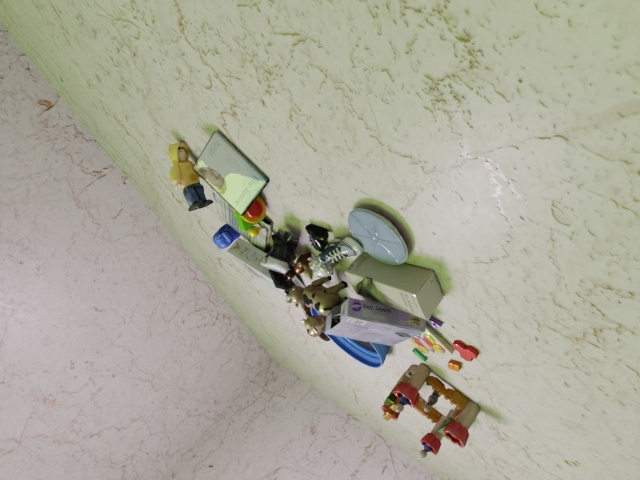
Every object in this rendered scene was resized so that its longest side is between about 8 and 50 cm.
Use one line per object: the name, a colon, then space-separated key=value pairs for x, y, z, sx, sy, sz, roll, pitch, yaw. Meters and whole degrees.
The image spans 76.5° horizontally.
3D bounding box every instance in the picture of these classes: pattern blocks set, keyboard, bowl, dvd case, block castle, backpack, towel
pattern blocks set: x=0.360 y=0.340 z=1.372 sx=0.285 sy=0.026 sz=0.325 roll=39 pitch=156 yaw=14
keyboard: x=-0.140 y=0.170 z=1.602 sx=0.108 sy=0.023 sz=0.180 roll=63 pitch=-167 yaw=21
bowl: x=0.127 y=0.390 z=1.760 sx=0.391 sy=0.077 sz=0.391 roll=36 pitch=154 yaw=20
dvd case: x=-0.316 y=-0.229 z=1.415 sx=0.253 sy=0.022 sz=0.180 roll=44 pitch=120 yaw=1
block castle: x=0.414 y=0.708 z=1.648 sx=0.303 sy=0.213 sz=0.453 roll=36 pitch=155 yaw=19
backpack: x=-0.462 y=-0.023 z=1.977 sx=0.098 sy=0.120 sz=0.101 roll=50 pitch=156 yaw=-11
towel: x=-0.341 y=-0.095 z=1.751 sx=0.312 sy=0.056 sz=0.324 roll=41 pitch=155 yaw=8

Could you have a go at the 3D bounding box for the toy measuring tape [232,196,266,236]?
toy measuring tape: x=-0.280 y=-0.175 z=1.512 sx=0.121 sy=0.121 sz=0.330 roll=-3 pitch=105 yaw=59

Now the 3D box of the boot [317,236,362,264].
boot: x=0.059 y=0.041 z=1.262 sx=0.069 sy=0.086 sz=0.190 roll=49 pitch=165 yaw=-11

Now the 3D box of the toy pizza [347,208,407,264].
toy pizza: x=0.159 y=-0.014 z=1.116 sx=0.201 sy=0.032 sz=0.201 roll=37 pitch=156 yaw=20

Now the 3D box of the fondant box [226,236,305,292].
fondant box: x=-0.250 y=0.137 z=1.880 sx=0.330 sy=0.096 sz=0.238 roll=25 pitch=161 yaw=35

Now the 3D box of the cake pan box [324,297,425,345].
cake pan box: x=0.163 y=0.269 z=1.306 sx=0.267 sy=0.070 sz=0.246 roll=12 pitch=151 yaw=-10

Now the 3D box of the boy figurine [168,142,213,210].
boy figurine: x=-0.545 y=-0.269 z=1.691 sx=0.092 sy=0.177 sz=0.285 roll=-18 pitch=93 yaw=35

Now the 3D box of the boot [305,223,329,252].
boot: x=0.000 y=0.000 z=1.375 sx=0.121 sy=0.045 sz=0.099 roll=27 pitch=149 yaw=48

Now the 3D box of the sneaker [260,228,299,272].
sneaker: x=-0.150 y=0.041 z=1.560 sx=0.101 sy=0.153 sz=0.268 roll=24 pitch=171 yaw=-11

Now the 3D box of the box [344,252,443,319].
box: x=0.208 y=0.126 z=1.185 sx=0.275 sy=0.094 sz=0.113 roll=14 pitch=141 yaw=50

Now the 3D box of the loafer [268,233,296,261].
loafer: x=-0.159 y=0.029 z=1.658 sx=0.148 sy=0.056 sz=0.050 roll=41 pitch=162 yaw=9

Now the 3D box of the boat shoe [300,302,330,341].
boat shoe: x=-0.017 y=0.373 z=1.965 sx=0.257 sy=0.095 sz=0.095 roll=63 pitch=165 yaw=-23

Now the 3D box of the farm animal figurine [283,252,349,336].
farm animal figurine: x=-0.027 y=0.221 z=1.507 sx=0.327 sy=0.172 sz=0.330 roll=-9 pitch=105 yaw=59
